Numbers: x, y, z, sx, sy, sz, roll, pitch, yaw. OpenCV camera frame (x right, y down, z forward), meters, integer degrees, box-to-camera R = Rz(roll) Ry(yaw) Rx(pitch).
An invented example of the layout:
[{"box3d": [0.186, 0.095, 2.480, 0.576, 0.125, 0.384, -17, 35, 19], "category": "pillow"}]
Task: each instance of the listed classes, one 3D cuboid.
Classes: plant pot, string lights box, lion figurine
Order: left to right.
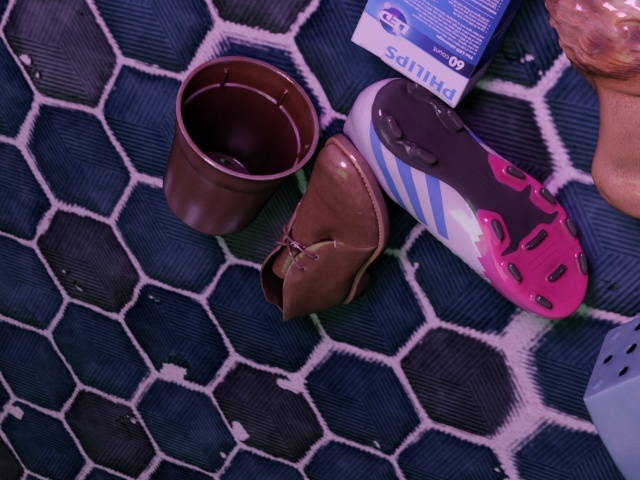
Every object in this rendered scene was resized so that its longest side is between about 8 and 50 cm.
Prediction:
[{"box3d": [-0.105, -0.097, 1.646, 0.167, 0.167, 0.165, 38, 143, 5], "category": "plant pot"}, {"box3d": [0.139, -0.270, 1.387, 0.133, 0.077, 0.260, 35, 136, 9], "category": "string lights box"}, {"box3d": [0.316, -0.116, 1.339, 0.240, 0.142, 0.392, 19, 134, 26], "category": "lion figurine"}, {"box3d": [0.392, 0.184, 1.446, 0.234, 0.165, 0.165, 42, 137, -12], "category": "plant pot"}]

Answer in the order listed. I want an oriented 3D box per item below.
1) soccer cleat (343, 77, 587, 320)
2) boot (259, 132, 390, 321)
[{"box3d": [0.158, -0.046, 1.544, 0.331, 0.116, 0.143, 47, 161, -11], "category": "soccer cleat"}, {"box3d": [0.000, 0.000, 1.611, 0.112, 0.115, 0.305, 54, 157, 25], "category": "boot"}]
